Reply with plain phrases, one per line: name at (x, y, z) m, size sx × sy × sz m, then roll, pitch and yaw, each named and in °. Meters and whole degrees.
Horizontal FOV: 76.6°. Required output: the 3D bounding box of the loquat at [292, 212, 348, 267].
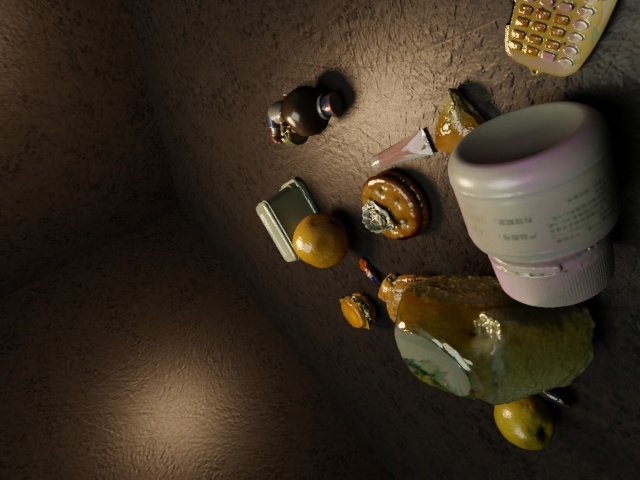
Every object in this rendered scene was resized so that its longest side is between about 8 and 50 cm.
loquat at (0.000, 0.000, 1.487) m, size 0.208 × 0.208 × 0.208 m, roll 41°, pitch 150°, yaw 30°

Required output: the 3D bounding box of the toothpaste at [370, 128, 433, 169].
toothpaste at (0.207, -0.230, 1.058) m, size 0.194 × 0.043 × 0.067 m, roll -10°, pitch 108°, yaw 56°

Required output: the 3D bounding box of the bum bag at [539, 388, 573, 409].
bum bag at (0.577, 0.377, 1.082) m, size 0.198 × 0.049 × 0.087 m, roll 35°, pitch -172°, yaw 37°

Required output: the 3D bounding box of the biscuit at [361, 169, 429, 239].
biscuit at (0.211, -0.097, 1.165) m, size 0.220 × 0.066 × 0.220 m, roll 41°, pitch 151°, yaw 29°

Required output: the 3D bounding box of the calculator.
calculator at (0.368, -0.368, 0.620) m, size 0.157 × 0.033 × 0.236 m, roll 40°, pitch 152°, yaw 30°

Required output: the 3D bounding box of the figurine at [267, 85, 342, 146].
figurine at (-0.052, -0.376, 1.226) m, size 0.158 × 0.161 × 0.275 m, roll 42°, pitch 163°, yaw -25°

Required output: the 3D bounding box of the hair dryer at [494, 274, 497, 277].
hair dryer at (0.436, 0.088, 1.007) m, size 0.128 × 0.070 × 0.255 m, roll 39°, pitch 142°, yaw 34°

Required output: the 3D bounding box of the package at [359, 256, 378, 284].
package at (0.181, 0.115, 1.507) m, size 0.110 × 0.033 × 0.077 m, roll 53°, pitch -178°, yaw 40°

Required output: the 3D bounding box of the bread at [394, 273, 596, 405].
bread at (0.357, 0.228, 0.921) m, size 0.395 × 0.264 × 0.239 m, roll 5°, pitch 109°, yaw 54°

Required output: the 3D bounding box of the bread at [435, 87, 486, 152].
bread at (0.292, -0.235, 0.884) m, size 0.154 × 0.054 × 0.136 m, roll 57°, pitch 158°, yaw 6°

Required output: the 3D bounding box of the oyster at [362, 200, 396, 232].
oyster at (0.167, -0.069, 1.175) m, size 0.098 × 0.037 × 0.100 m, roll -25°, pitch 79°, yaw 45°

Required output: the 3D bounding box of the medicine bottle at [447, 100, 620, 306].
medicine bottle at (0.380, -0.056, 0.713) m, size 0.241 × 0.241 × 0.302 m, roll 15°, pitch 141°, yaw 55°

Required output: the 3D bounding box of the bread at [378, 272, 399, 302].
bread at (0.258, 0.183, 1.388) m, size 0.125 × 0.082 × 0.106 m, roll 42°, pitch 155°, yaw 33°

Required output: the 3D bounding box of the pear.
pear at (0.570, 0.501, 1.139) m, size 0.148 × 0.149 × 0.162 m, roll 62°, pitch 172°, yaw -11°

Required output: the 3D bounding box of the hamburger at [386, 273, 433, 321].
hamburger at (0.311, 0.203, 1.253) m, size 0.214 × 0.108 × 0.213 m, roll 16°, pitch 125°, yaw 25°

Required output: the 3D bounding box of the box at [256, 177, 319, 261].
box at (-0.113, -0.070, 1.635) m, size 0.311 × 0.182 × 0.175 m, roll 61°, pitch 154°, yaw -7°

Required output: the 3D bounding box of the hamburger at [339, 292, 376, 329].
hamburger at (0.158, 0.284, 1.669) m, size 0.190 × 0.093 × 0.164 m, roll 3°, pitch 120°, yaw 58°
